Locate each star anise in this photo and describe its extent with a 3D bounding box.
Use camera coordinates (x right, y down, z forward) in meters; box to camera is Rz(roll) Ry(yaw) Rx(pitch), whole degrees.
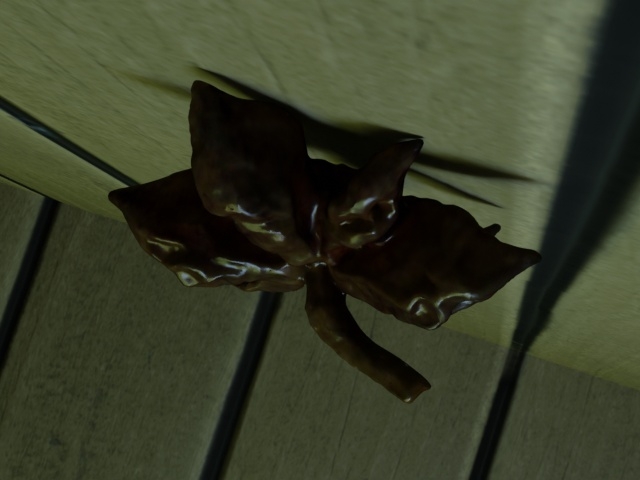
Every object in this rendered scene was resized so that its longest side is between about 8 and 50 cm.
[{"bbox_3d":[-0.003,-0.006,0.633,0.196,0.111,0.212,28,179,-22],"label":"star anise"}]
